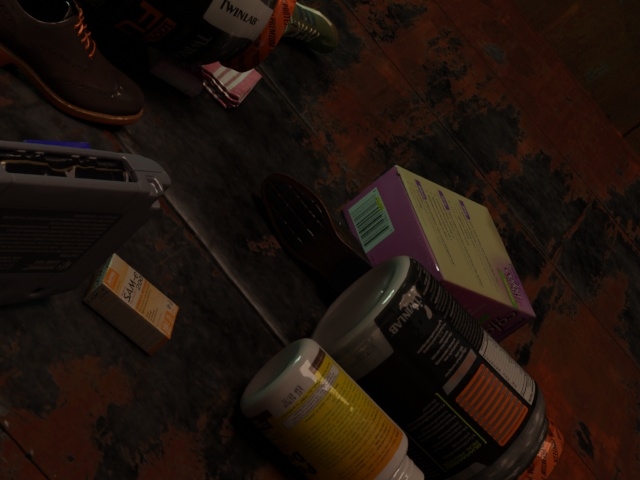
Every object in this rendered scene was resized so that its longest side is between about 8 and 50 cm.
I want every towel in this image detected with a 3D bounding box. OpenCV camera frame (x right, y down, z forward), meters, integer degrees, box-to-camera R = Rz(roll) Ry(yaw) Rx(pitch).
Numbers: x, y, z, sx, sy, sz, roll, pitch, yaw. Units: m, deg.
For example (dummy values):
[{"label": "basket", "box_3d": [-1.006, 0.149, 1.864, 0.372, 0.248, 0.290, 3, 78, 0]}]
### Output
[{"label": "towel", "box_3d": [-0.171, -0.287, 2.068, 0.197, 0.029, 0.144, 47, 25, -9]}]

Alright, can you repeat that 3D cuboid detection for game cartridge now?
[{"label": "game cartridge", "box_3d": [-0.292, -0.010, 1.317, 0.060, 0.196, 0.294, 53, 23, 20]}]

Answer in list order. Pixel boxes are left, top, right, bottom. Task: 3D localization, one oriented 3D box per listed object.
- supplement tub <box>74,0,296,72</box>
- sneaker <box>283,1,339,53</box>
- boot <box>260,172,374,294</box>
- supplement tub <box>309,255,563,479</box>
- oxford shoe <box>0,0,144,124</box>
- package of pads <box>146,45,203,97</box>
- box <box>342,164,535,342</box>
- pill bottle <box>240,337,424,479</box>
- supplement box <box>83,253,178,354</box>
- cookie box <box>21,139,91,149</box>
[{"label": "supplement tub", "box_3d": [-0.209, -0.362, 1.853, 0.338, 0.207, 0.207, 25, 36, -28]}, {"label": "sneaker", "box_3d": [-0.050, -0.356, 2.326, 0.192, 0.064, 0.086, 38, 36, -25]}, {"label": "boot", "box_3d": [0.000, 0.000, 1.956, 0.219, 0.082, 0.106, 50, 4, 7]}, {"label": "supplement tub", "box_3d": [0.148, 0.188, 1.788, 0.316, 0.193, 0.193, 46, 26, -13]}, {"label": "oxford shoe", "box_3d": [-0.303, -0.227, 1.692, 0.271, 0.098, 0.097, 30, 33, -37]}, {"label": "package of pads", "box_3d": [-0.200, -0.236, 1.952, 0.083, 0.032, 0.050, 30, 36, -38]}, {"label": "box", "box_3d": [0.177, 0.033, 2.124, 0.243, 0.117, 0.214, 20, 39, -46]}, {"label": "pill bottle", "box_3d": [0.018, 0.222, 1.617, 0.215, 0.117, 0.117, 46, 26, -10]}, {"label": "supplement box", "box_3d": [-0.205, 0.069, 1.543, 0.098, 0.036, 0.062, 42, 27, -20]}, {"label": "cookie box", "box_3d": [-0.286, -0.065, 1.579, 0.107, 0.040, 0.092, -2, 58, -60]}]
